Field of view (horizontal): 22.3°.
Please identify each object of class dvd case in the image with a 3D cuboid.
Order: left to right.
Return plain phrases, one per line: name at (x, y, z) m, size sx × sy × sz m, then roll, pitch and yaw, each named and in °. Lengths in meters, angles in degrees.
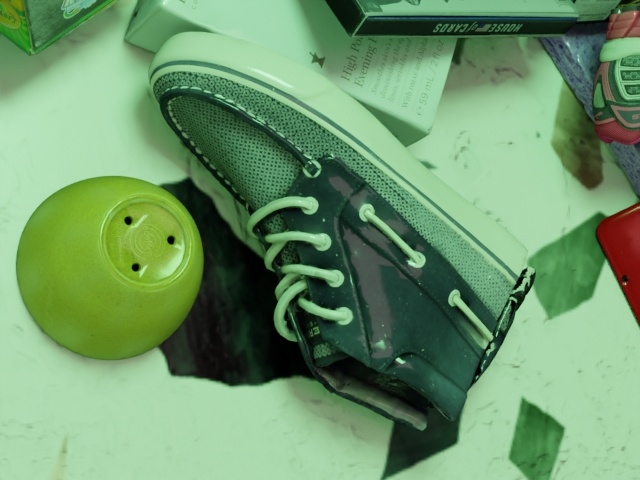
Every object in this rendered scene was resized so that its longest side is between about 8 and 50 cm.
dvd case at (0.071, -0.227, 1.246) m, size 0.238 × 0.029 × 0.179 m, roll -6°, pitch 54°, yaw -43°

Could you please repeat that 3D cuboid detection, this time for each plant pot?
plant pot at (-0.136, 0.011, 1.136) m, size 0.134 × 0.095 × 0.134 m, roll 5°, pitch 77°, yaw -23°

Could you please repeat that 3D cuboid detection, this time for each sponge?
sponge at (0.262, -0.155, 1.388) m, size 0.117 × 0.031 × 0.210 m, roll -34°, pitch 92°, yaw -27°

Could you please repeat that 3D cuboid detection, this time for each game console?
game console at (0.317, 0.023, 1.382) m, size 0.124 × 0.085 × 0.144 m, roll -25°, pitch 89°, yaw -58°

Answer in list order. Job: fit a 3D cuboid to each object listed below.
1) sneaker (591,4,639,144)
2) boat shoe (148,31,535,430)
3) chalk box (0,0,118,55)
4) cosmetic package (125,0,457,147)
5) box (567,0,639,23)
sneaker at (0.352, -0.098, 1.342) m, size 0.299 × 0.121 × 0.112 m, roll 16°, pitch 87°, yaw -18°
boat shoe at (0.000, 0.000, 1.179) m, size 0.340 × 0.127 × 0.158 m, roll 34°, pitch 59°, yaw -15°
chalk box at (-0.200, -0.231, 1.124) m, size 0.132 × 0.213 × 0.132 m, roll 37°, pitch 59°, yaw 24°
cosmetic package at (-0.017, -0.165, 1.237) m, size 0.231 × 0.085 × 0.117 m, roll 23°, pitch 69°, yaw -19°
box at (0.246, -0.291, 1.373) m, size 0.175 × 0.051 × 0.220 m, roll -7°, pitch 68°, yaw -24°
